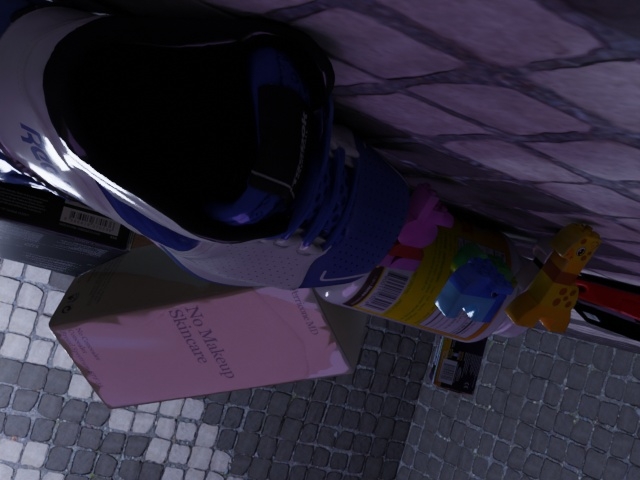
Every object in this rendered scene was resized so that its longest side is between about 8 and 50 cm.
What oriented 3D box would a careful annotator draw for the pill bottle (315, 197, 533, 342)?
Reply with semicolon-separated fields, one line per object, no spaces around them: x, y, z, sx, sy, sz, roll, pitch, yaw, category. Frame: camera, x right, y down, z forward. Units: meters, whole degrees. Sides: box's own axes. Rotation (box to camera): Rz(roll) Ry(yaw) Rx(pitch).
0.107;0.028;0.864;0.215;0.117;0.117;18;176;-25;pill bottle

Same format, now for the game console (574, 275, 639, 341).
0.497;0.123;1.167;0.342;0.060;0.386;21;178;23;game console

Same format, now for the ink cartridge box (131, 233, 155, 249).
-0.287;-0.042;1.348;0.193;0.088;0.235;39;-171;32;ink cartridge box

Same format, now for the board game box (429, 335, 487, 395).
0.167;0.083;1.016;0.048;0.170;0.141;14;177;8;board game box

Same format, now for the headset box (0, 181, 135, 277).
-0.319;-0.063;0.878;0.246;0.131;0.283;16;166;-21;headset box

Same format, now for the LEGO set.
0.159;0.012;0.717;0.227;0.093;0.087;10;-151;-35;LEGO set

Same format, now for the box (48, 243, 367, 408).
-0.118;0.079;0.988;0.311;0.121;0.148;-13;123;22;box

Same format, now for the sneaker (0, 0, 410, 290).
-0.042;-0.034;0.493;0.316;0.127;0.182;22;176;-42;sneaker

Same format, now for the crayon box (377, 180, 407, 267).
-0.093;-0.058;0.723;0.279;0.081;0.165;18;176;-30;crayon box
